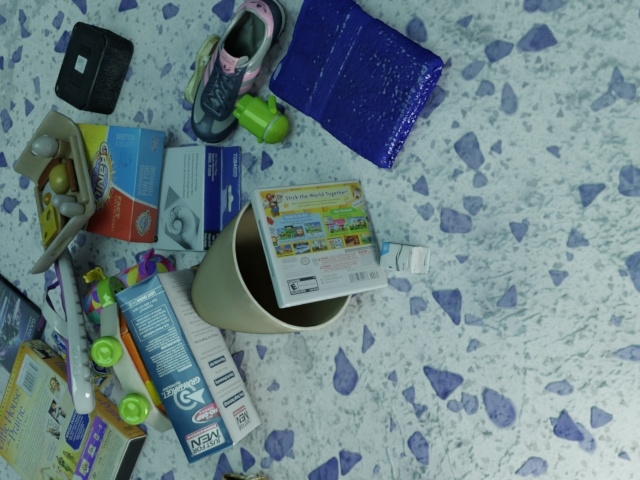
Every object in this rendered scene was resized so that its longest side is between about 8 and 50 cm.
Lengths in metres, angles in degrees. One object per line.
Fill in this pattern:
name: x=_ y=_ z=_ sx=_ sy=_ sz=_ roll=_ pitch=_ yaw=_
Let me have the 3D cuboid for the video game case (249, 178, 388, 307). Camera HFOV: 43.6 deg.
video game case: x=0.000 y=0.000 z=1.395 sx=0.026 sy=0.227 sz=0.206 roll=-29 pitch=73 yaw=53

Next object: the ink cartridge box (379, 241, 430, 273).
ink cartridge box: x=0.149 y=0.031 z=1.409 sx=0.083 sy=0.028 sz=0.048 roll=7 pitch=94 yaw=33

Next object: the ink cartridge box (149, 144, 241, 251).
ink cartridge box: x=-0.266 y=-0.087 z=1.674 sx=0.224 sy=0.045 sz=0.223 roll=0 pitch=90 yaw=33

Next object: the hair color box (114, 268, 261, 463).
hair color box: x=-0.252 y=0.234 z=1.546 sx=0.105 sy=0.174 sz=0.347 roll=-27 pitch=85 yaw=13

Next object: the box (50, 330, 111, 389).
box: x=-0.559 y=0.266 z=1.863 sx=0.059 sy=0.054 sz=0.169 roll=-48 pitch=66 yaw=24

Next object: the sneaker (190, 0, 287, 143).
sneaker: x=-0.181 y=-0.329 z=1.553 sx=0.112 sy=0.131 sz=0.319 roll=29 pitch=109 yaw=4

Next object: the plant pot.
plant pot: x=-0.121 y=0.069 z=1.481 sx=0.274 sy=0.256 sz=0.256 roll=-26 pitch=75 yaw=49

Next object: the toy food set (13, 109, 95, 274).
toy food set: x=-0.605 y=-0.106 z=1.766 sx=0.220 sy=0.092 sz=0.306 roll=-43 pitch=53 yaw=33

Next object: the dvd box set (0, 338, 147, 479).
dvd box set: x=-0.609 y=0.471 z=1.893 sx=0.420 sy=0.062 sz=0.307 roll=31 pitch=107 yaw=29

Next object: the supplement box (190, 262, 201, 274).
supplement box: x=-0.228 y=0.086 z=1.650 sx=0.055 sy=0.043 sz=0.083 roll=-20 pitch=80 yaw=32

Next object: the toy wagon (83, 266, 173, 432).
toy wagon: x=-0.358 y=0.204 z=1.577 sx=0.068 sy=0.267 sz=0.344 roll=-25 pitch=92 yaw=11

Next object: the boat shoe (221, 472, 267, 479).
boat shoe: x=-0.135 y=0.489 z=1.577 sx=0.170 sy=0.063 sz=0.059 roll=-7 pitch=92 yaw=34

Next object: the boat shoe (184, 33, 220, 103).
boat shoe: x=-0.232 y=-0.348 z=1.649 sx=0.048 sy=0.056 sz=0.153 roll=33 pitch=109 yaw=19

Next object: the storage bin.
storage bin: x=-0.515 y=-0.390 z=1.817 sx=0.122 sy=0.084 sz=0.180 roll=31 pitch=107 yaw=30

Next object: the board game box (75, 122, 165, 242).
board game box: x=-0.472 y=-0.134 z=1.769 sx=0.316 sy=0.064 sz=0.242 roll=10 pitch=96 yaw=43

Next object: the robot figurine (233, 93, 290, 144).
robot figurine: x=-0.111 y=-0.232 z=1.548 sx=0.115 sy=0.067 sz=0.101 roll=35 pitch=139 yaw=5

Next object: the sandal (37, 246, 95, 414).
sandal: x=-0.574 y=0.184 z=1.767 sx=0.169 sy=0.102 sz=0.416 roll=105 pitch=151 yaw=-55

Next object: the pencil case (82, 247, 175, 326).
pencil case: x=-0.415 y=0.106 z=1.741 sx=0.236 sy=0.104 sz=0.104 roll=-30 pitch=74 yaw=30

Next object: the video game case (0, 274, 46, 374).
video game case: x=-0.813 y=0.209 z=2.050 sx=0.274 sy=0.026 sz=0.196 roll=31 pitch=107 yaw=29

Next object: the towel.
towel: x=0.062 y=-0.299 z=1.447 sx=0.308 sy=0.076 sz=0.227 roll=40 pitch=118 yaw=26
